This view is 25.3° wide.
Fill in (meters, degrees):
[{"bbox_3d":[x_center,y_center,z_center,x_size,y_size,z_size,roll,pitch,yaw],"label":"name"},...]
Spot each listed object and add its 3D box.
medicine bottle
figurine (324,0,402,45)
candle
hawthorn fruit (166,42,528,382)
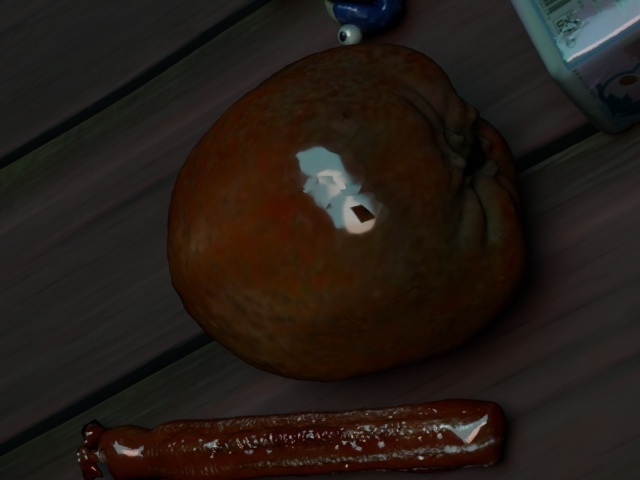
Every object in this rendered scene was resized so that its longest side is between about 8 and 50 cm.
[{"bbox_3d":[0.225,-0.160,0.890,0.188,0.119,0.094,-32,60,17],"label":"medicine bottle"},{"bbox_3d":[0.040,-0.273,1.059,0.164,0.120,0.262,18,98,41],"label":"figurine"},{"bbox_3d":[-0.027,0.141,0.969,0.329,0.048,0.051,-7,109,29],"label":"candle"},{"bbox_3d":[0.000,0.000,0.925,0.262,0.210,0.210,-32,56,37],"label":"hawthorn fruit"}]
